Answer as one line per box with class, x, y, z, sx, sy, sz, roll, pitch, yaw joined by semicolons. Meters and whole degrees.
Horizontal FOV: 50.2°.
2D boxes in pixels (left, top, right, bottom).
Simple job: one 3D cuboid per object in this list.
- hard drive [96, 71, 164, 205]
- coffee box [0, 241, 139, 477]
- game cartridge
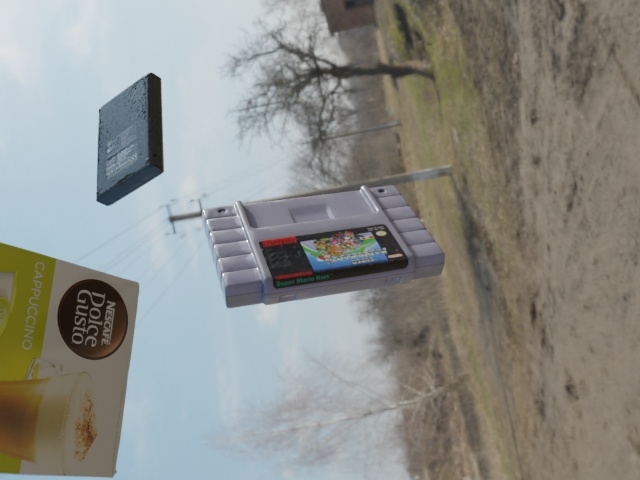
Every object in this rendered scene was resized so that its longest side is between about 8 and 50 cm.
hard drive;-0.219;-0.118;0.782;0.022;0.094;0.135;29;-136;-48
coffee box;-0.552;0.215;1.149;0.334;0.338;0.338;24;-120;-46
game cartridge;0.000;0.000;1.118;0.230;0.354;0.068;-121;27;-54
